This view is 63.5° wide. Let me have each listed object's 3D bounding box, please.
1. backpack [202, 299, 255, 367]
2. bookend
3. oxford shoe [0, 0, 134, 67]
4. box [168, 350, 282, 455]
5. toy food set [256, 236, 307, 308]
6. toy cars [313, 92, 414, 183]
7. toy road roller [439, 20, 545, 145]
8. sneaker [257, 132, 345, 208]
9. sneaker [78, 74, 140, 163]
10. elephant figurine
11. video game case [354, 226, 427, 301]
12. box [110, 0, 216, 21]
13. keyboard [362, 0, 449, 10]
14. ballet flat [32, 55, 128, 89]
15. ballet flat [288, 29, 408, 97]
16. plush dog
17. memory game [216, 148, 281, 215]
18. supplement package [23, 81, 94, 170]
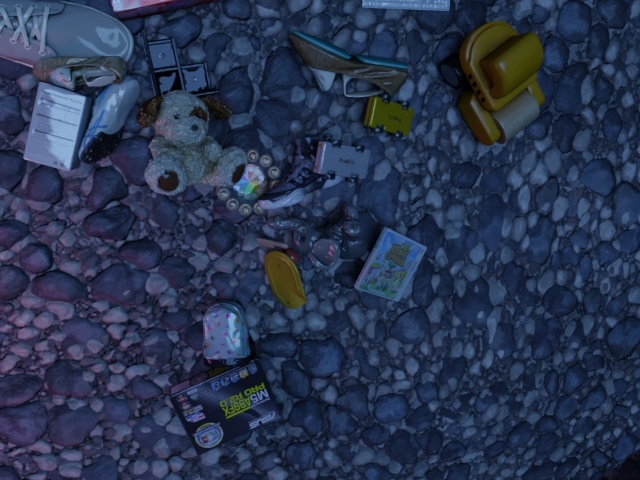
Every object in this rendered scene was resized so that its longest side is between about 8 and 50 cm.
[{"bbox_3d":[-0.260,0.258,1.436,0.151,0.115,0.182,-3,97,-6],"label":"backpack"},{"bbox_3d":[-0.343,-0.428,1.272,0.157,0.072,0.157,-12,106,-12],"label":"bookend"},{"bbox_3d":[-0.654,-0.469,1.152,0.448,0.130,0.169,7,100,-18],"label":"oxford shoe"},{"bbox_3d":[-0.275,0.475,1.515,0.269,0.060,0.217,-22,107,-9],"label":"box"},{"bbox_3d":[-0.087,0.081,1.449,0.071,0.128,0.218,-34,117,-43],"label":"toy food set"},{"bbox_3d":[0.106,-0.276,1.380,0.394,0.087,0.177,-45,134,-26],"label":"toy cars"},{"bbox_3d":[0.501,-0.429,1.406,0.202,0.240,0.330,-38,109,-3],"label":"toy road roller"},{"bbox_3d":[-0.064,-0.191,1.389,0.268,0.101,0.153,-26,107,-17],"label":"sneaker"},{"bbox_3d":[-0.520,-0.295,1.251,0.086,0.085,0.237,24,84,17],"label":"sneaker"},{"bbox_3d":[0.000,0.000,1.438,0.239,0.169,0.186,-22,70,-3],"label":"elephant figurine"},{"bbox_3d":[0.210,0.076,1.520,0.212,0.023,0.194,21,97,-45],"label":"video game case"},{"bbox_3d":[-0.363,-0.604,1.195,0.256,0.128,0.123,-17,107,-10],"label":"box"},{"bbox_3d":[0.235,-0.665,1.400,0.255,0.014,0.072,-4,104,-14],"label":"keyboard"},{"bbox_3d":[-0.545,-0.379,1.174,0.206,0.073,0.067,-10,62,-8],"label":"ballet flat"},{"bbox_3d":[0.067,-0.449,1.371,0.342,0.116,0.124,9,120,-21],"label":"ballet flat"},{"bbox_3d":[-0.328,-0.246,1.249,0.262,0.210,0.226,-14,114,-38],"label":"plush dog"},{"bbox_3d":[-0.193,-0.157,1.409,0.186,0.012,0.186,-3,104,-14],"label":"memory game"},{"bbox_3d":[-0.615,-0.268,1.221,0.105,0.105,0.180,15,98,-16],"label":"supplement package"}]
